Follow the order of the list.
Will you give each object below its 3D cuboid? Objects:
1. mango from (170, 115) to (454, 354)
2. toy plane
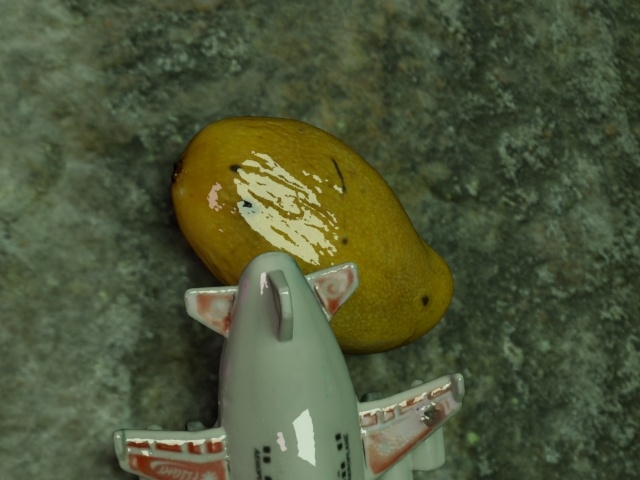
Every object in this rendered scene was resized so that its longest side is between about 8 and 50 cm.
[{"bbox_3d":[0.002,-0.002,1.015,0.262,0.109,0.157,29,61,-17],"label":"mango"},{"bbox_3d":[-0.021,0.127,0.923,0.252,0.118,0.252,-3,108,-10],"label":"toy plane"}]
